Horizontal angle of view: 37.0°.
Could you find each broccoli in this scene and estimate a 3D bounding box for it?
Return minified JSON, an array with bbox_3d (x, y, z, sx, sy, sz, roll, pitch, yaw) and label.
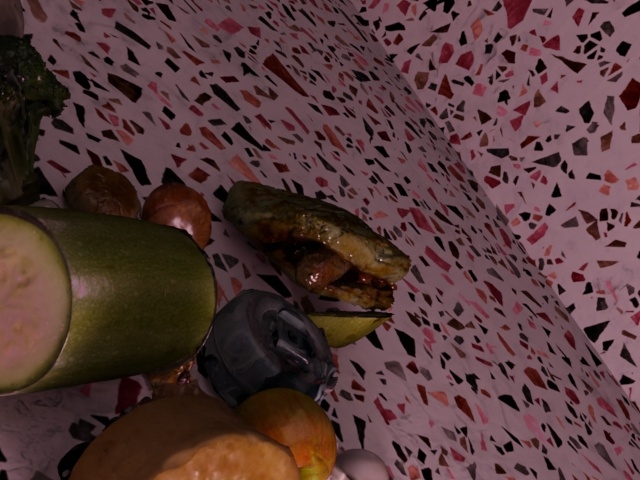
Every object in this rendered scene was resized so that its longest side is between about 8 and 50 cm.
[{"bbox_3d":[-0.546,-0.177,1.529,0.283,0.321,0.304,62,15,3],"label":"broccoli"}]

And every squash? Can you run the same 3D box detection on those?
[{"bbox_3d":[0.064,0.198,2.109,0.192,0.184,0.085,2,90,-52],"label":"squash"},{"bbox_3d":[-0.346,0.086,1.434,0.263,0.263,0.384,55,19,17],"label":"squash"}]

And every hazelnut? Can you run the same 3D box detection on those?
[{"bbox_3d":[-0.289,-0.039,1.891,0.150,0.150,0.150,35,28,-22],"label":"hazelnut"}]

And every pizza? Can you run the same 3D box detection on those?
[{"bbox_3d":[-0.250,0.201,1.652,0.069,0.154,0.194,39,42,-58],"label":"pizza"}]

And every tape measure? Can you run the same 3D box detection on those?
[{"bbox_3d":[-0.094,0.211,1.809,0.256,0.147,0.275,34,28,-22],"label":"tape measure"}]

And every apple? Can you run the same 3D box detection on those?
[{"bbox_3d":[-0.070,0.342,1.617,0.196,0.196,0.196,35,28,-22],"label":"apple"}]

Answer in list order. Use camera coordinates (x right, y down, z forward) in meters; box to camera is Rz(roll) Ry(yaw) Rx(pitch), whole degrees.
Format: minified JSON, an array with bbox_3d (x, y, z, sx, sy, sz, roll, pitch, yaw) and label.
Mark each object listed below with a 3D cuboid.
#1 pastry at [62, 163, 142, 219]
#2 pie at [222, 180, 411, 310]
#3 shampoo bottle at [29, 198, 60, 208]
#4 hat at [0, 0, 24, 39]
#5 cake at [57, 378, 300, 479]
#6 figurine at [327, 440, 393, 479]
[{"bbox_3d":[-0.411,-0.075,1.813,0.153,0.081,0.153,38,29,-25],"label":"pastry"},{"bbox_3d":[-0.005,-0.008,2.156,0.395,0.180,0.418,19,15,-45],"label":"pie"},{"bbox_3d":[-0.508,0.017,1.558,0.153,0.071,0.284,50,29,9],"label":"shampoo bottle"},{"bbox_3d":[-0.684,-0.394,1.768,0.275,0.232,0.161,-14,95,-45],"label":"hat"},{"bbox_3d":[-0.226,0.354,1.322,0.332,0.332,0.321,22,-2,-40],"label":"cake"},{"bbox_3d":[0.086,0.472,1.749,0.237,0.141,0.162,43,-2,-1],"label":"figurine"}]
